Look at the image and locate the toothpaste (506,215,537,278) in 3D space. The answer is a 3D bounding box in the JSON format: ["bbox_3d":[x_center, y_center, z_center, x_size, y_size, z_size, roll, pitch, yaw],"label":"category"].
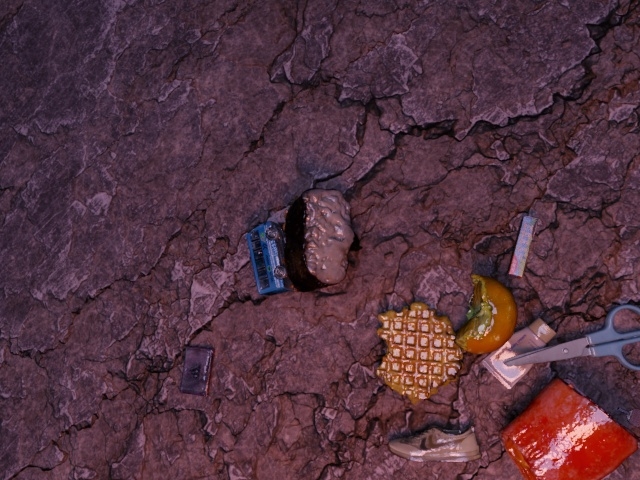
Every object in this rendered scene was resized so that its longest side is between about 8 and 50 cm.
[{"bbox_3d":[0.635,0.020,1.607,0.044,0.070,0.193,15,82,15],"label":"toothpaste"}]

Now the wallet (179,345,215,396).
[{"bbox_3d":[-0.433,0.459,1.795,0.111,0.030,0.165,2,77,19],"label":"wallet"}]

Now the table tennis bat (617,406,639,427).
[{"bbox_3d":[0.898,0.503,1.466,0.083,0.007,0.050,25,85,16],"label":"table tennis bat"}]

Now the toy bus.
[{"bbox_3d":[-0.172,0.065,1.775,0.134,0.113,0.246,-18,76,16],"label":"toy bus"}]

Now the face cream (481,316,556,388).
[{"bbox_3d":[0.610,0.337,1.552,0.224,0.070,0.114,-47,71,9],"label":"face cream"}]

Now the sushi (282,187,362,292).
[{"bbox_3d":[0.000,0.000,1.696,0.235,0.208,0.348,15,68,-28],"label":"sushi"}]

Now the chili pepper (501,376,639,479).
[{"bbox_3d":[0.661,0.550,1.403,0.305,0.229,0.251,-42,88,1],"label":"chili pepper"}]

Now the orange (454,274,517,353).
[{"bbox_3d":[0.506,0.228,1.533,0.159,0.179,0.237,15,74,12],"label":"orange"}]

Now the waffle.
[{"bbox_3d":[0.301,0.352,1.623,0.282,0.058,0.300,-22,72,7],"label":"waffle"}]

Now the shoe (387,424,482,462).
[{"bbox_3d":[0.339,0.607,1.536,0.275,0.103,0.098,-3,76,7],"label":"shoe"}]

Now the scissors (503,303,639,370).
[{"bbox_3d":[0.753,0.314,1.491,0.448,0.029,0.192,-12,78,0],"label":"scissors"}]
